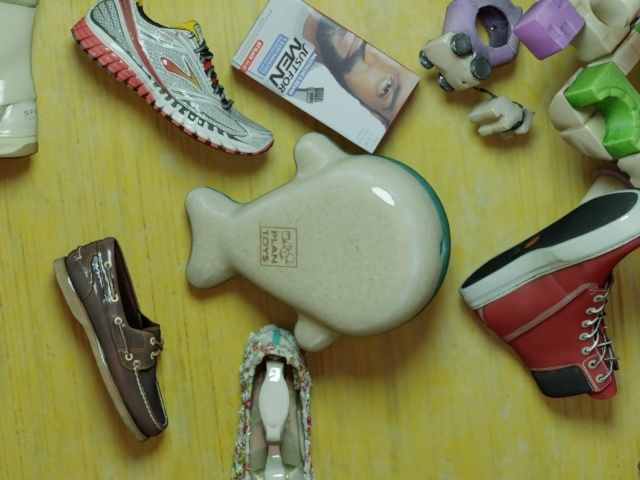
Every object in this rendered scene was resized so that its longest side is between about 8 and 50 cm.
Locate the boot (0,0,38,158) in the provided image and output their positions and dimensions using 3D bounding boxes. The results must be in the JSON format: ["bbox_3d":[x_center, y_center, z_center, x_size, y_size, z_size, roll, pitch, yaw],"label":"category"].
[{"bbox_3d":[-0.403,-0.186,1.890,0.262,0.095,0.203,4,97,-2],"label":"boot"}]

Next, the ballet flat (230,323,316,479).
[{"bbox_3d":[-0.049,0.206,1.947,0.091,0.077,0.241,-5,97,0],"label":"ballet flat"}]

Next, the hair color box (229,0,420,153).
[{"bbox_3d":[0.004,-0.169,1.915,0.167,0.053,0.093,32,95,-5],"label":"hair color box"}]

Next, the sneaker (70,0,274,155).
[{"bbox_3d":[-0.134,-0.164,1.898,0.225,0.088,0.093,39,94,-5],"label":"sneaker"}]

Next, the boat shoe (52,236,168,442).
[{"bbox_3d":[-0.194,0.098,1.936,0.073,0.073,0.207,-23,96,5],"label":"boat shoe"}]

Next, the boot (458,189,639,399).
[{"bbox_3d":[0.271,0.062,1.881,0.176,0.088,0.244,51,136,-6],"label":"boot"}]

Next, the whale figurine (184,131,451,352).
[{"bbox_3d":[0.000,0.000,1.913,0.272,0.141,0.216,1,97,24],"label":"whale figurine"}]

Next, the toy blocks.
[{"bbox_3d":[0.326,-0.195,1.857,0.288,0.309,0.260,48,62,-17],"label":"toy blocks"}]

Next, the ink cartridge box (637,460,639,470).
[{"bbox_3d":[0.438,0.143,1.875,0.117,0.207,0.283,26,95,-5],"label":"ink cartridge box"}]
